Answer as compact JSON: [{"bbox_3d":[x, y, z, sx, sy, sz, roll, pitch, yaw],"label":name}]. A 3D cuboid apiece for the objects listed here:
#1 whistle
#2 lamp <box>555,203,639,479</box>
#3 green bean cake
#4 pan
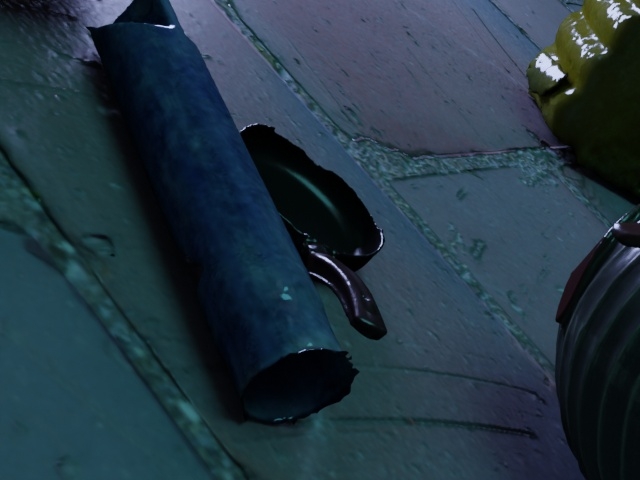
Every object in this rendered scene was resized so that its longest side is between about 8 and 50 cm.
[{"bbox_3d":[-0.065,-0.037,0.597,0.062,0.062,0.304,13,37,-41],"label":"whistle"},{"bbox_3d":[0.252,0.084,0.630,0.265,0.233,0.233,18,34,-23],"label":"lamp"},{"bbox_3d":[0.407,-0.196,1.174,0.310,0.285,0.202,29,25,-23],"label":"green bean cake"},{"bbox_3d":[-0.002,0.003,0.627,0.115,0.040,0.212,28,21,-27],"label":"pan"}]
